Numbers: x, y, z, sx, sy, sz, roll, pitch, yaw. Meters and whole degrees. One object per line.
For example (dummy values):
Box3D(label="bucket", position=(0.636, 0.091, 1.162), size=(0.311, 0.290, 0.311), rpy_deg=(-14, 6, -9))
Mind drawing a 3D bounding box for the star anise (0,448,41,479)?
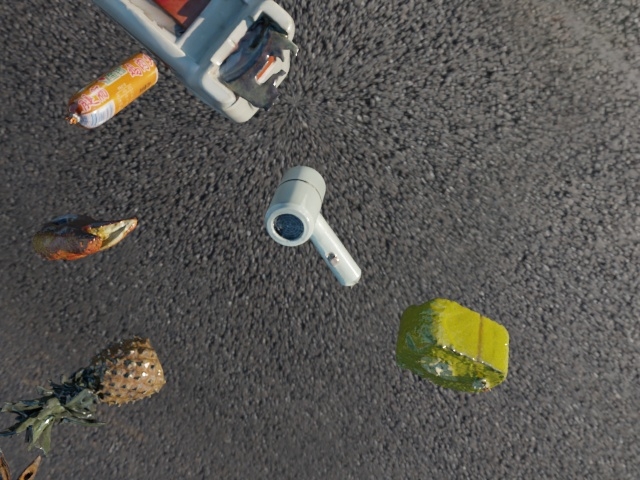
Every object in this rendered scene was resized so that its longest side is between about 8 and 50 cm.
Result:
Box3D(label="star anise", position=(-0.365, 0.313, 0.727), size=(0.141, 0.141, 0.042), rpy_deg=(29, 107, -8))

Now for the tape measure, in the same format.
Box3D(label="tape measure", position=(-0.135, -0.240, 0.673), size=(0.265, 0.258, 0.130), rpy_deg=(41, 94, -7))

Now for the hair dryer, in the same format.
Box3D(label="hair dryer", position=(0.000, 0.000, 0.611), size=(0.047, 0.082, 0.137), rpy_deg=(-23, 117, 23))

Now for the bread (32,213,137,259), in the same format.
Box3D(label="bread", position=(-0.513, -0.002, 1.312), size=(0.269, 0.139, 0.095), rpy_deg=(4, 118, 35))

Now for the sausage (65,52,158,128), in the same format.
Box3D(label="sausage", position=(-0.388, -0.270, 1.136), size=(0.071, 0.234, 0.071), rpy_deg=(12, 130, 14))

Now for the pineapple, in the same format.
Box3D(label="pineapple", position=(-0.540, 0.354, 1.400), size=(0.364, 0.165, 0.165), rpy_deg=(-27, 104, -26))

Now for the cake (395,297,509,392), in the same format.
Box3D(label="cake", position=(0.289, 0.242, 1.394), size=(0.260, 0.156, 0.179), rpy_deg=(27, 140, -16))
